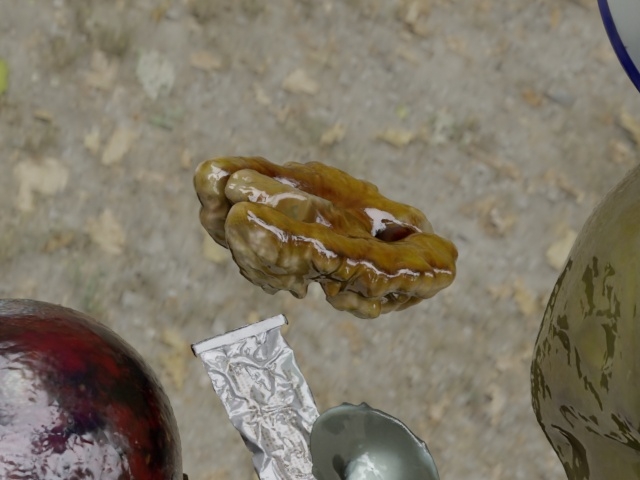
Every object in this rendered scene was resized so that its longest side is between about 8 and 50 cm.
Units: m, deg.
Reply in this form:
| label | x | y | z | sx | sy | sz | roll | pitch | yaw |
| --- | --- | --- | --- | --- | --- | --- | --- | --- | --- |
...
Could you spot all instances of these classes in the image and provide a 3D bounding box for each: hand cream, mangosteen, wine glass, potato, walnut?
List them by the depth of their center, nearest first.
| label | x | y | z | sx | sy | sz | roll | pitch | yaw |
| --- | --- | --- | --- | --- | --- | --- | --- | --- | --- |
| potato | 0.151 | 0.046 | 0.634 | 0.137 | 0.200 | 0.154 | -14 | 40 | -17 |
| wine glass | -0.016 | 0.198 | 1.072 | 0.103 | 0.103 | 0.222 | 36 | 44 | 9 |
| walnut | 0.000 | 0.000 | 1.104 | 0.170 | 0.069 | 0.143 | 14 | 20 | -30 |
| mangosteen | -0.284 | 0.192 | 1.435 | 0.359 | 0.306 | 0.306 | 12 | 50 | -27 |
| hand cream | -0.018 | 0.181 | 1.438 | 0.084 | 0.050 | 0.257 | -22 | 75 | -9 |

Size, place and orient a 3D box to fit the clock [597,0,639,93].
| label | x | y | z | sx | sy | sz | roll | pitch | yaw |
| --- | --- | --- | --- | --- | --- | --- | --- | --- | --- |
| clock | 0.290 | -0.166 | 1.151 | 0.230 | 0.083 | 0.230 | 7 | 73 | -25 |
